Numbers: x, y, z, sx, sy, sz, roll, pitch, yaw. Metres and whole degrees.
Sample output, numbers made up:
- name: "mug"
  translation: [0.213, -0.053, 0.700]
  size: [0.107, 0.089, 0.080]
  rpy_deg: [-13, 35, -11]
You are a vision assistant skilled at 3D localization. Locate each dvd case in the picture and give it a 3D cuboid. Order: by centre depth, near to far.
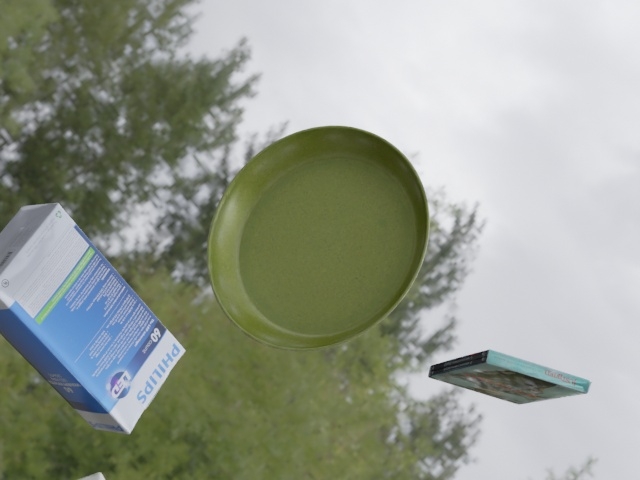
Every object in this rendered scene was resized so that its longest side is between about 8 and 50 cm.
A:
- name: "dvd case"
  translation: [0.146, 0.109, 0.909]
  size: [0.087, 0.013, 0.119]
  rpy_deg: [18, -15, -13]

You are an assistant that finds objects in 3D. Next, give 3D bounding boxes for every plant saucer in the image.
- name: "plant saucer"
  translation: [0.000, 0.000, 1.166]
  size: [0.241, 0.241, 0.037]
  rpy_deg: [34, -3, 31]

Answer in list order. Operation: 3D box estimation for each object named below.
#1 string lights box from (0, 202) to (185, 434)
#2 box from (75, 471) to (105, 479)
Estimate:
- name: "string lights box"
  translation: [-0.285, 0.095, 1.350]
  size: [0.077, 0.133, 0.259]
  rpy_deg: [-2, -46, 42]
- name: "box"
  translation: [-0.316, 0.414, 1.375]
  size: [0.311, 0.148, 0.121]
  rpy_deg: [-118, -172, -75]
